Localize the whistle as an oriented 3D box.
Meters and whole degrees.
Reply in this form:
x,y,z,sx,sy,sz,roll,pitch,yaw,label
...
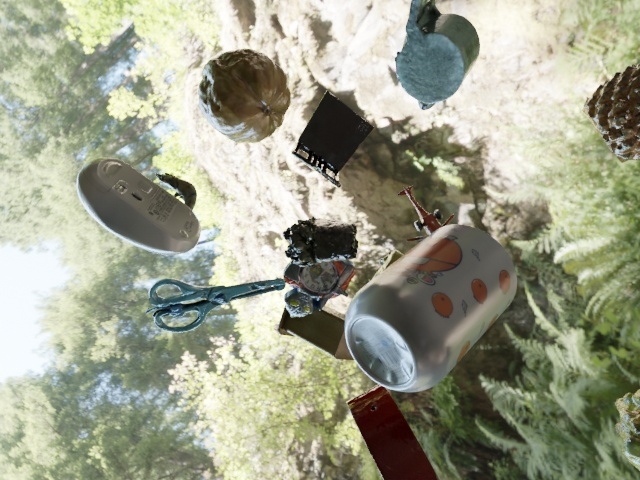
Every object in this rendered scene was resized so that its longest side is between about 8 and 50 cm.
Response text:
x,y,z,sx,sy,sz,roll,pitch,yaw,label
0.290,-0.552,1.146,0.168,0.188,0.405,-52,-53,-38,whistle

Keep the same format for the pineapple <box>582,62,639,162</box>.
x,y,z,sx,sy,sz,roll,pitch,yaw,label
0.829,-0.356,1.001,0.222,0.357,0.223,23,-131,-29,pineapple

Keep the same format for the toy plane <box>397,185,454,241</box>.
x,y,z,sx,sy,sz,roll,pitch,yaw,label
0.259,-0.062,1.049,0.077,0.126,0.195,55,-154,-63,toy plane

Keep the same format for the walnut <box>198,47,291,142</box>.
x,y,z,sx,sy,sz,roll,pitch,yaw,label
-0.269,-0.500,1.494,0.305,0.344,0.307,-19,-53,-27,walnut

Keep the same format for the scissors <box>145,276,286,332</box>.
x,y,z,sx,sy,sz,roll,pitch,yaw,label
-0.284,0.159,1.184,0.032,0.391,0.180,-102,1,-57,scissors

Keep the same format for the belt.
x,y,z,sx,sy,sz,roll,pitch,yaw,label
0.174,0.493,0.999,0.115,0.324,0.227,-28,-45,-5,belt

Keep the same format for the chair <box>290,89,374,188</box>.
x,y,z,sx,sy,sz,roll,pitch,yaw,label
0.016,-0.140,0.594,0.084,0.212,0.102,34,-83,-10,chair

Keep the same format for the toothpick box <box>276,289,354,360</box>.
x,y,z,sx,sy,sz,roll,pitch,yaw,label
0.011,0.339,1.711,0.187,0.307,0.191,25,-95,-48,toothpick box

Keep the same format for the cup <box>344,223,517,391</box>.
x,y,z,sx,sy,sz,roll,pitch,yaw,label
0.202,0.126,0.813,0.317,0.212,0.213,-31,-77,-40,cup

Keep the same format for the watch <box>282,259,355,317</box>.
x,y,z,sx,sy,sz,roll,pitch,yaw,label
-0.021,0.130,1.608,0.241,0.306,0.274,29,-164,-9,watch

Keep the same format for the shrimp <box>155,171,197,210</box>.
x,y,z,sx,sy,sz,roll,pitch,yaw,label
-0.454,-0.124,1.316,0.035,0.195,0.148,-1,-66,-60,shrimp

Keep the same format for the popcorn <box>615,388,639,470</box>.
x,y,z,sx,sy,sz,roll,pitch,yaw,label
0.570,0.328,0.697,0.142,0.173,0.174,25,-116,-49,popcorn

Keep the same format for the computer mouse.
x,y,z,sx,sy,sz,roll,pitch,yaw,label
-0.427,-0.062,1.012,0.296,0.121,0.184,39,-162,-26,computer mouse

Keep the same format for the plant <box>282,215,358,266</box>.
x,y,z,sx,sy,sz,roll,pitch,yaw,label
0.000,0.000,0.828,0.092,0.143,0.095,-70,-27,-60,plant

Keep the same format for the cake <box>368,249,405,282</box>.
x,y,z,sx,sy,sz,roll,pitch,yaw,label
0.255,0.170,1.618,0.156,0.179,0.261,30,-104,8,cake
